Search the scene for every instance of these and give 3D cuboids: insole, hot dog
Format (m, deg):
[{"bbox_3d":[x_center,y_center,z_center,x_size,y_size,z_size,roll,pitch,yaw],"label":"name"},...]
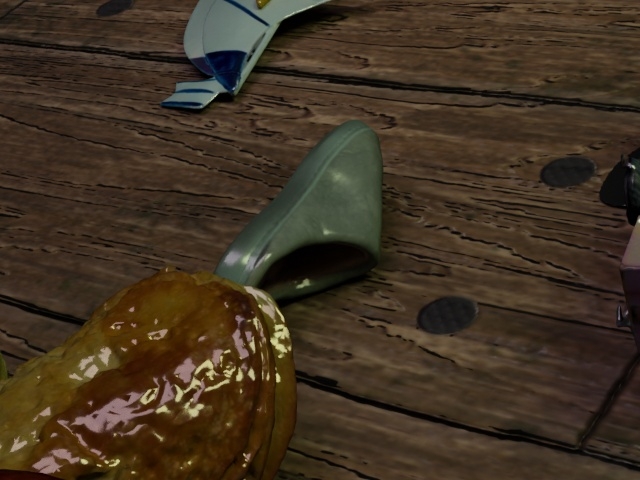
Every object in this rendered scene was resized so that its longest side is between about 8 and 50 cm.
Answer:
[{"bbox_3d":[0.233,-0.064,0.970,0.053,0.002,0.153,16,46,41],"label":"insole"},{"bbox_3d":[-0.126,0.120,0.773,0.259,0.114,0.175,-30,30,-22],"label":"hot dog"}]

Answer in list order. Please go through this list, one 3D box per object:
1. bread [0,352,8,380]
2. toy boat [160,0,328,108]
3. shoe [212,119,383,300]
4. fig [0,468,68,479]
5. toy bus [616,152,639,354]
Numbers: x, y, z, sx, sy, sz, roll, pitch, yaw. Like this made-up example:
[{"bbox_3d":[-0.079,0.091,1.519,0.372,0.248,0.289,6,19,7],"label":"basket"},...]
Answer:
[{"bbox_3d":[-0.238,0.104,0.915,0.094,0.035,0.090,-19,33,-3],"label":"bread"},{"bbox_3d":[-0.045,-0.198,1.275,0.221,0.067,0.291,3,49,29],"label":"toy boat"},{"bbox_3d":[0.000,0.000,0.941,0.078,0.079,0.195,35,42,9],"label":"shoe"},{"bbox_3d":[-0.093,0.187,0.553,0.235,0.235,0.214,-4,46,20],"label":"fig"},{"bbox_3d":[0.228,-0.034,0.827,0.090,0.112,0.274,-1,37,25],"label":"toy bus"}]
